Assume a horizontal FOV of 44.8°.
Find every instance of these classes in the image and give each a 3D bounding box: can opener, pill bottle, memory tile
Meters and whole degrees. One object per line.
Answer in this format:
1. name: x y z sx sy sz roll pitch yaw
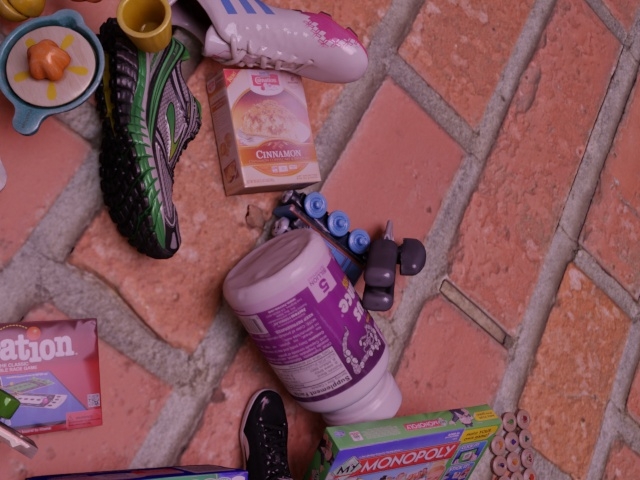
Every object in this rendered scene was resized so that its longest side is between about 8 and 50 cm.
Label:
1. can opener: 0.123 0.036 1.233 0.095 0.283 0.076 4 107 6
2. pill bottle: -0.001 0.145 1.157 0.169 0.169 0.301 -44 113 -31
3. memory tile: 0.360 0.395 1.453 0.113 0.012 0.148 0 82 -34

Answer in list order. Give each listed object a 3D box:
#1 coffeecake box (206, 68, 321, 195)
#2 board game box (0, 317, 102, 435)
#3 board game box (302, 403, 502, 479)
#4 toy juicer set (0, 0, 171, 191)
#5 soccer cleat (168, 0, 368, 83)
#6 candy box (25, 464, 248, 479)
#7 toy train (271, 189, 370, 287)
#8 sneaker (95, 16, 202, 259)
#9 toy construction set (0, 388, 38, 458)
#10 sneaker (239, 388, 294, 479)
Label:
1. coffeecake box: -0.089 -0.171 1.225 0.142 0.068 0.185 -8 85 -34
2. board game box: -0.417 0.176 0.967 0.281 0.027 0.145 0 80 -34
3. board game box: 0.113 0.358 1.196 0.317 0.046 0.213 1 125 -33
4. toy juicer set: -0.364 -0.241 0.980 0.209 0.089 0.329 44 79 9
5. soccer cleat: -0.095 -0.299 1.172 0.331 0.116 0.143 26 57 3
6. candy box: -0.233 0.457 0.978 0.268 0.122 0.317 6 79 -33
7. toy train: 0.000 0.000 1.249 0.184 0.080 0.105 39 68 -22
8. sneaker: -0.224 -0.143 1.091 0.146 0.134 0.343 0 81 -34
9. toy construction set: -0.362 0.288 0.815 0.309 0.257 0.237 34 66 3
10. sneaker: -0.061 0.324 1.119 0.079 0.121 0.216 15 73 -32
